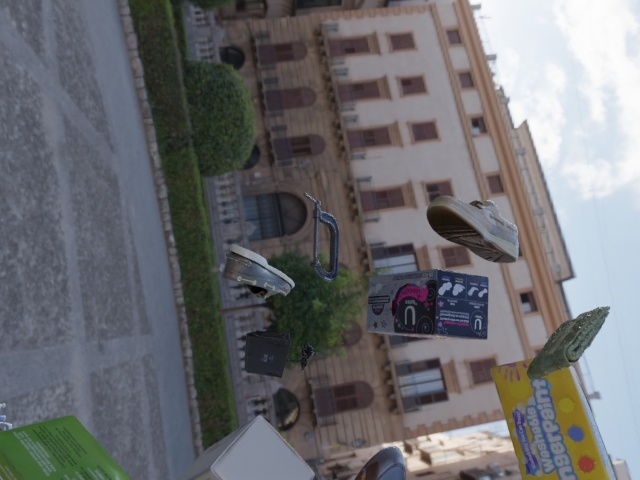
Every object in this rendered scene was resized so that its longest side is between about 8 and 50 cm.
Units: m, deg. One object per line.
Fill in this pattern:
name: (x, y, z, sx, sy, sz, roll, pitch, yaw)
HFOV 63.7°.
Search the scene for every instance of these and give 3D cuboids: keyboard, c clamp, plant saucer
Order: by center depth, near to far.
c clamp: (0.000, 0.000, 1.013, 0.137, 0.022, 0.161, 17, 69, -59)
keyboard: (-0.120, 0.337, 1.504, 0.317, 0.201, 0.033, 106, -7, -57)
plant saucer: (0.177, 0.792, 1.602, 0.050, 0.310, 0.311, 22, -53, 39)

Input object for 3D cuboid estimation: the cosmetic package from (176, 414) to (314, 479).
cosmetic package: (-0.158, 0.452, 0.955, 0.153, 0.129, 0.296, 48, -42, 2)

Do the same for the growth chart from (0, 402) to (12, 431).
growth chart: (-0.922, 0.571, 1.449, 0.172, 0.021, 0.238, 51, 22, -77)

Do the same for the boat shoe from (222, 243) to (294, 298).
boat shoe: (-0.166, 0.102, 1.391, 0.091, 0.109, 0.305, -65, 152, -11)

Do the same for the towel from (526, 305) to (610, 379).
towel: (0.393, 0.161, 0.821, 0.027, 0.148, 0.110, 47, -33, 11)

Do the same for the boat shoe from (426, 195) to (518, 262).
boat shoe: (0.341, -0.040, 1.130, 0.109, 0.302, 0.098, -2, -112, 51)

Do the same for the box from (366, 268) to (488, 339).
box: (0.238, 0.152, 1.183, 0.247, 0.163, 0.142, -16, -112, 59)

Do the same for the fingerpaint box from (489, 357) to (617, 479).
fingerpaint box: (0.540, 0.493, 1.113, 0.371, 0.163, 0.445, 32, 43, -56)

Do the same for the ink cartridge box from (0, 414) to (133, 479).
ink cartridge box: (-0.269, 0.331, 0.480, 0.255, 0.188, 0.097, -62, 154, 7)
